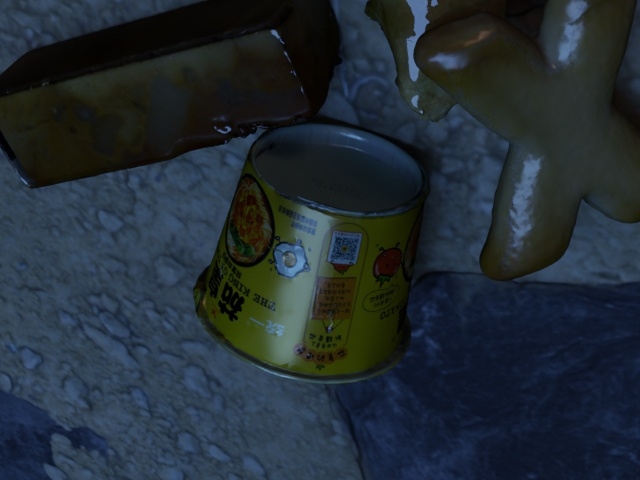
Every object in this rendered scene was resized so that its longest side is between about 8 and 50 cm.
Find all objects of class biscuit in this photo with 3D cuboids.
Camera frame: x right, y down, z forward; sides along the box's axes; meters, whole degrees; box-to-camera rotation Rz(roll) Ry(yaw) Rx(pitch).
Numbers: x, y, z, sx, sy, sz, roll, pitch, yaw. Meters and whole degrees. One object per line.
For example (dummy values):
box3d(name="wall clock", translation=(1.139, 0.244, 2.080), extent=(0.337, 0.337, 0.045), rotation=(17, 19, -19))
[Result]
box3d(name="biscuit", translation=(0.161, -0.078, 0.849), extent=(0.164, 0.047, 0.208), rotation=(-25, 125, -2))

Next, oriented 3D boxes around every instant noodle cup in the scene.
box3d(name="instant noodle cup", translation=(0.000, 0.000, 0.984), extent=(0.182, 0.182, 0.144), rotation=(21, 123, 12))

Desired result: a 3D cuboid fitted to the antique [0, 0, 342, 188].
box3d(name="antique", translation=(-0.127, -0.122, 1.006), extent=(0.310, 0.087, 0.093), rotation=(-9, 122, 32))

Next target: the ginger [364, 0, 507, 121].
box3d(name="ginger", translation=(0.044, -0.283, 0.792), extent=(0.348, 0.122, 0.363), rotation=(40, 127, -8))
